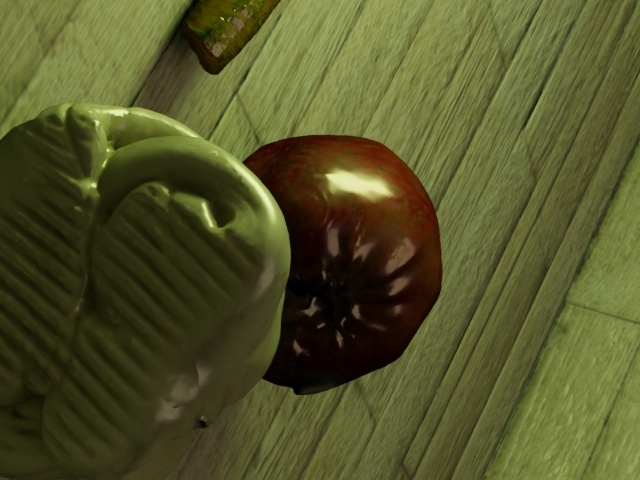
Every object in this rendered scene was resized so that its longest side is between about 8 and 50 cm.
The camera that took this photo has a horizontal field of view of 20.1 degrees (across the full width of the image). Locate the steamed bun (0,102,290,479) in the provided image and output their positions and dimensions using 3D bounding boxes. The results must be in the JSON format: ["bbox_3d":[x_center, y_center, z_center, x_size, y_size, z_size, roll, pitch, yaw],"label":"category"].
[{"bbox_3d":[-0.196,0.069,1.694,0.367,0.342,0.255,-52,157,-3],"label":"steamed bun"}]

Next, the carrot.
[{"bbox_3d":[-0.093,-0.265,1.996,0.173,0.082,0.082,-52,149,-25],"label":"carrot"}]

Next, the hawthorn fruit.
[{"bbox_3d":[-0.005,0.014,2.141,0.308,0.325,0.308,-7,109,-20],"label":"hawthorn fruit"}]
